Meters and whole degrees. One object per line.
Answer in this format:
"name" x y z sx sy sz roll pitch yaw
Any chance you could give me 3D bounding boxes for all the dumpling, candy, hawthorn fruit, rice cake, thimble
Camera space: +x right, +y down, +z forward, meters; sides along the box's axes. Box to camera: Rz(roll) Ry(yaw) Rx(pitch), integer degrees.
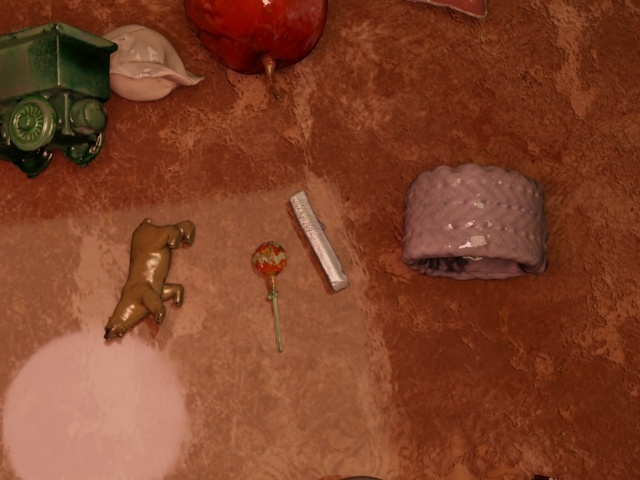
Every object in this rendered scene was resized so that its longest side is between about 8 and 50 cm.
"dumpling" -0.303 -0.286 1.529 0.229 0.151 0.124 10 110 -7
"candy" -0.077 0.093 1.552 0.056 0.049 0.184 -8 84 15
"hawthorn fruit" -0.097 -0.361 1.557 0.242 0.242 0.271 -15 84 -16
"rice cake" 0.000 0.000 1.589 0.042 0.030 0.180 -25 84 -12
"thimble" 0.257 -0.026 1.560 0.246 0.217 0.157 8 76 -19

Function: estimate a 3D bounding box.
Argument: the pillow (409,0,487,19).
"pillow" 0.243 -0.511 1.743 0.171 0.075 0.179 12 76 -11

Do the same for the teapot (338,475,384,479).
"teapot" 0.061 0.462 1.448 0.294 0.129 0.193 -22 83 -19

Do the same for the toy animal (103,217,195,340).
"toy animal" -0.273 0.060 1.490 0.101 0.103 0.218 6 77 8

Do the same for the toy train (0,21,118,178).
"toy train" -0.440 -0.208 1.433 0.266 0.145 0.201 -5 83 29

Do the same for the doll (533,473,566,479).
"doll" 0.372 0.469 1.527 0.134 0.106 0.186 -15 81 -10
